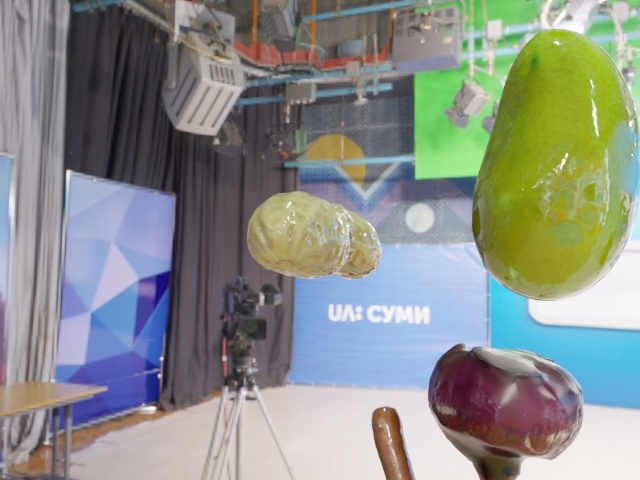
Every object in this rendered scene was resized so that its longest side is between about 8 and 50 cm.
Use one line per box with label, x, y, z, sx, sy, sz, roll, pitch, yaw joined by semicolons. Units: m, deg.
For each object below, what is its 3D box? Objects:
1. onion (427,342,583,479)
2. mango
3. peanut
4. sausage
onion;0.449;0.481;1.448;0.399;0.419;0.398;15;-2;0
mango;0.251;-0.070;0.583;0.149;0.272;0.185;5;-16;45
peanut;0.000;0.000;0.933;0.147;0.146;0.306;0;-4;28
sausage;0.219;0.648;1.478;0.094;0.418;0.094;-24;-26;15
